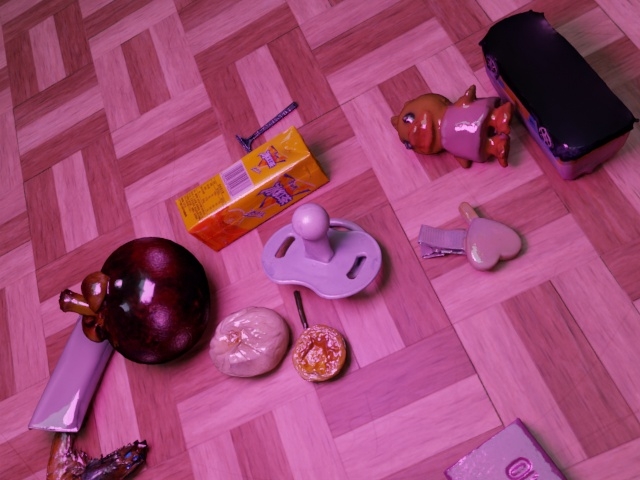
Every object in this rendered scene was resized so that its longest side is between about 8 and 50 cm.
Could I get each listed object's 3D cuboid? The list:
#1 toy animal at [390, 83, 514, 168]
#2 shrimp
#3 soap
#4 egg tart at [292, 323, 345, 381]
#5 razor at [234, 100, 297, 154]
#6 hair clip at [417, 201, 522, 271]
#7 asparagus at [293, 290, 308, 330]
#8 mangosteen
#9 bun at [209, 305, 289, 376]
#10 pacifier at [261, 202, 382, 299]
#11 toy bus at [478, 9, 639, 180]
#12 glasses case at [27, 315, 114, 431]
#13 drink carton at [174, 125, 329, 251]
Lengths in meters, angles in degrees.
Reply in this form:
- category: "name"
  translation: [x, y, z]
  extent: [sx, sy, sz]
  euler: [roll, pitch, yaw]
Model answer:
- category: "toy animal"
  translation: [0.297, -0.266, 1.321]
  extent: [0.281, 0.195, 0.169]
  euler: [5, 31, 18]
- category: "shrimp"
  translation: [-0.537, 0.497, 1.361]
  extent: [0.290, 0.054, 0.222]
  euler: [-27, 62, 12]
- category: "soap"
  translation: [0.369, 0.476, 1.027]
  extent: [0.181, 0.081, 0.259]
  euler: [-36, 61, 3]
- category: "egg tart"
  translation: [-0.002, 0.250, 1.272]
  extent: [0.130, 0.052, 0.130]
  euler: [-7, 68, 17]
- category: "razor"
  translation: [-0.142, -0.319, 1.571]
  extent: [0.190, 0.033, 0.066]
  euler: [-39, 106, -2]
- category: "hair clip"
  translation: [0.327, -0.007, 1.256]
  extent: [0.218, 0.071, 0.159]
  euler: [4, 68, 17]
- category: "asparagus"
  translation: [-0.042, 0.175, 1.337]
  extent: [0.018, 0.015, 0.127]
  euler: [-24, 63, 11]
- category: "mangosteen"
  translation: [-0.401, 0.135, 1.328]
  extent: [0.297, 0.293, 0.297]
  euler: [-11, 68, 29]
- category: "bun"
  translation: [-0.166, 0.228, 1.307]
  extent: [0.188, 0.111, 0.164]
  euler: [-8, 69, 13]
- category: "pacifier"
  translation: [0.000, 0.000, 1.283]
  extent: [0.287, 0.226, 0.238]
  euler: [19, 58, 24]
- category: "toy bus"
  translation: [0.497, -0.318, 1.262]
  extent: [0.171, 0.162, 0.386]
  euler: [-27, 62, 4]
- category: "glasses case"
  translation: [-0.599, 0.335, 1.426]
  extent: [0.128, 0.083, 0.308]
  euler: [11, 57, 5]
- category: "drink carton"
  translation: [-0.167, -0.124, 1.428]
  extent: [0.351, 0.154, 0.111]
  euler: [-32, 62, 5]
